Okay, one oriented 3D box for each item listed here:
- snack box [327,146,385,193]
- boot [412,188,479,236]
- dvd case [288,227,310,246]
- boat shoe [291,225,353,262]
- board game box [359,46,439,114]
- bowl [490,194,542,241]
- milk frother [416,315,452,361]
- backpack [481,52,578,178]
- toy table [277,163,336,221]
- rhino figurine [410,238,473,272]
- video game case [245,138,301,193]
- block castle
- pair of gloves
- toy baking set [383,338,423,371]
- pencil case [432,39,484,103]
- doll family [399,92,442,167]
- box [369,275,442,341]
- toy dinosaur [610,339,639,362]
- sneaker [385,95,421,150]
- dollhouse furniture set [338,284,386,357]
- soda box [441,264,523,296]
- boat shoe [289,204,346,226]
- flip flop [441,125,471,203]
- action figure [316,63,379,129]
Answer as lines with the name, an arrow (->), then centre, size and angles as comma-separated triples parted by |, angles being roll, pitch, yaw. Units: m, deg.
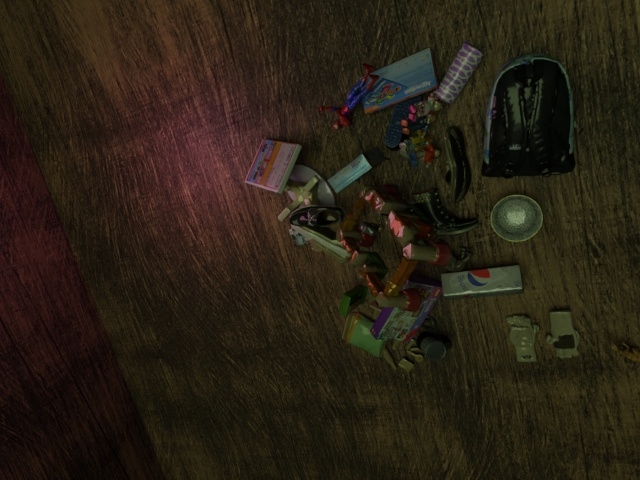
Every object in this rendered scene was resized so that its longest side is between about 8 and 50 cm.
snack box -> 0.141, -0.273, 1.704 | 0.174, 0.207, 0.070 | -34, 92, 28
boot -> 0.468, -0.110, 1.689 | 0.236, 0.085, 0.179 | -9, 101, 26
dvd case -> -0.079, -0.025, 1.995 | 0.119, 0.013, 0.087 | -14, 101, 25
boat shoe -> 0.000, 0.000, 1.909 | 0.302, 0.113, 0.103 | 27, 115, 9
board game box -> 0.278, -0.570, 1.605 | 0.281, 0.027, 0.145 | -12, 80, 32
bowl -> 0.702, -0.089, 1.597 | 0.170, 0.080, 0.170 | 8, 111, 20
milk frother -> 0.456, 0.401, 1.838 | 0.129, 0.135, 0.143 | -34, 96, -2
backpack -> 0.662, -0.410, 1.429 | 0.289, 0.273, 0.356 | -2, 128, 26
toy table -> -0.070, -0.190, 1.852 | 0.274, 0.161, 0.252 | 36, 118, 7
rhino figurine -> 0.466, 0.055, 1.753 | 0.243, 0.073, 0.106 | 20, 111, 18
video game case -> -0.199, -0.308, 1.813 | 0.285, 0.025, 0.204 | 23, 90, 51
block castle -> 0.267, 0.009, 1.645 | 0.303, 0.212, 0.453 | -65, 35, 30
pair of gloves -> 0.856, 0.365, 1.708 | 0.240, 0.042, 0.204 | -16, 104, 29
toy baking set -> 0.350, 0.460, 1.969 | 0.196, 0.030, 0.256 | -35, 91, 26
pencil case -> 0.472, -0.573, 1.534 | 0.086, 0.088, 0.206 | 15, 122, -31
doll family -> 0.359, -0.396, 1.595 | 0.118, 0.163, 0.263 | 29, 133, 48
box -> 0.350, 0.281, 1.803 | 0.293, 0.200, 0.057 | -63, 35, 21
toy dinosaur -> 1.122, 0.414, 1.568 | 0.211, 0.112, 0.064 | 21, 114, 15
sneaker -> 0.306, -0.445, 1.654 | 0.081, 0.090, 0.232 | 28, 95, 15
dollhouse furniture set -> 0.184, 0.375, 1.920 | 0.197, 0.151, 0.302 | 24, 115, 26
soda box -> 0.613, 0.163, 1.692 | 0.286, 0.098, 0.091 | -9, 69, 25
boat shoe -> -0.020, -0.091, 1.733 | 0.232, 0.079, 0.084 | -3, 110, 19
flip flop -> 0.481, -0.274, 1.625 | 0.080, 0.112, 0.277 | 3, 113, 50
action figure -> 0.088, -0.523, 1.659 | 0.280, 0.139, 0.092 | -57, 46, 47
